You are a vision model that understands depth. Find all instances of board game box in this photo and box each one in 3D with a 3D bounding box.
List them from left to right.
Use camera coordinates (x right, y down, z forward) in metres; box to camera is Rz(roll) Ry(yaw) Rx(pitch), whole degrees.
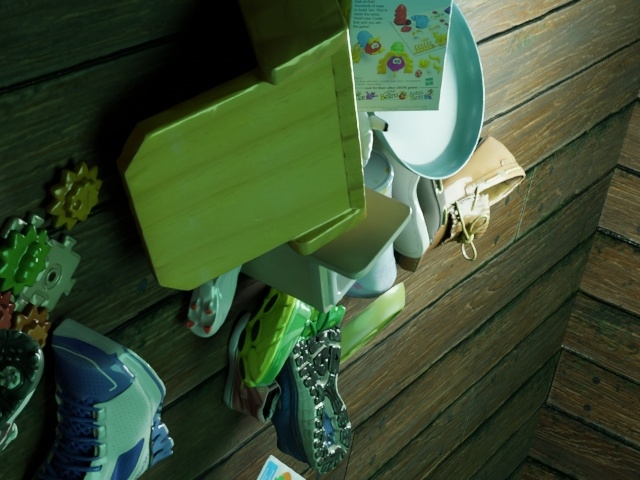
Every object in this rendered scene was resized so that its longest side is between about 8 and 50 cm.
[{"bbox_3d":[0.094,-0.330,1.826,0.142,0.144,0.275,-110,-159,-58],"label":"board game box"}]

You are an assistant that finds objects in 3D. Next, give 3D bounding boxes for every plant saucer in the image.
[{"bbox_3d":[0.062,0.163,2.298,0.241,0.037,0.241,-40,173,-6],"label":"plant saucer"},{"bbox_3d":[0.154,-0.251,2.086,0.317,0.044,0.317,8,79,-49],"label":"plant saucer"}]

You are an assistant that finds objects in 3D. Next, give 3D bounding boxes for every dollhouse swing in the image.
[{"bbox_3d":[-0.116,-0.161,1.720,0.305,0.315,0.347,-15,141,-5],"label":"dollhouse swing"}]

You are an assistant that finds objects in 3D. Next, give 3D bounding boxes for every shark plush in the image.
[{"bbox_3d":[0.026,-0.179,1.925,0.073,0.161,0.067,-25,155,-33],"label":"shark plush"}]

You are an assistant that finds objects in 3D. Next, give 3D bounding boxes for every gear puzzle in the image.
[{"bbox_3d":[-0.333,0.064,1.532,0.339,0.044,0.175,-62,155,-8],"label":"gear puzzle"}]

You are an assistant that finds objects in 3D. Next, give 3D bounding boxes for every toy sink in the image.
[{"bbox_3d":[0.000,0.000,1.918,0.153,0.234,0.131,-50,151,-32],"label":"toy sink"}]

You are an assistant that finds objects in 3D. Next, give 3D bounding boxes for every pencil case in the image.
[{"bbox_3d":[0.067,-0.027,2.178,0.273,0.113,0.124,84,20,-49],"label":"pencil case"}]

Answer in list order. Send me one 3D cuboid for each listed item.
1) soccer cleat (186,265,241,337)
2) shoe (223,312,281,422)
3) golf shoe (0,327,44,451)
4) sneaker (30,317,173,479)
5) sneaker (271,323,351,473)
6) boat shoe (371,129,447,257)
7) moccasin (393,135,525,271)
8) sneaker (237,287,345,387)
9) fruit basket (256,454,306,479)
[{"bbox_3d":[-0.144,0.043,1.884,0.076,0.068,0.196,-42,151,-70],"label":"soccer cleat"},{"bbox_3d":[-0.100,0.201,2.087,0.063,0.081,0.178,-32,139,-51],"label":"shoe"},{"bbox_3d":[-0.371,0.181,1.423,0.273,0.105,0.120,-43,163,26],"label":"golf shoe"},{"bbox_3d":[-0.290,0.259,1.700,0.182,0.127,0.315,-54,155,-29],"label":"sneaker"},{"bbox_3d":[-0.050,0.216,2.158,0.130,0.147,0.330,-24,114,-50],"label":"sneaker"},{"bbox_3d":[0.150,-0.119,2.227,0.097,0.117,0.324,-44,139,-32],"label":"boat shoe"},{"bbox_3d":[0.266,-0.053,2.499,0.380,0.147,0.139,-41,165,-47],"label":"moccasin"},{"bbox_3d":[-0.024,0.106,2.006,0.123,0.109,0.295,43,56,-19],"label":"sneaker"},{"bbox_3d":[-0.087,0.579,2.370,0.327,0.165,0.353,-59,152,-13],"label":"fruit basket"}]
